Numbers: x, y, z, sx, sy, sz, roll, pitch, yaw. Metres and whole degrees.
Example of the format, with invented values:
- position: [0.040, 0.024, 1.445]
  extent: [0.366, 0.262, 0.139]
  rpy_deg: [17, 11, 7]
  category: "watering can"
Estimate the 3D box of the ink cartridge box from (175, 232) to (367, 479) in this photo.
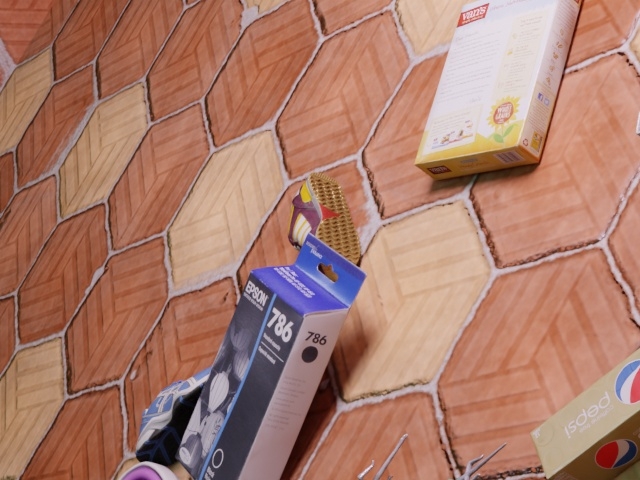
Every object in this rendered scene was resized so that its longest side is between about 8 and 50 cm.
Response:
- position: [-0.065, 0.156, 1.722]
  extent: [0.165, 0.065, 0.332]
  rpy_deg: [34, 102, 58]
  category: "ink cartridge box"

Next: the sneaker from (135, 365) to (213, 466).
- position: [-0.174, 0.210, 1.863]
  extent: [0.211, 0.080, 0.081]
  rpy_deg: [-39, 39, 25]
  category: "sneaker"

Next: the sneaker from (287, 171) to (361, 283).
- position: [0.000, 0.000, 1.833]
  extent: [0.084, 0.070, 0.185]
  rpy_deg: [-54, 28, 36]
  category: "sneaker"

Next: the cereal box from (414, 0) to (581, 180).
- position: [0.216, -0.195, 1.717]
  extent: [0.173, 0.047, 0.240]
  rpy_deg: [-7, 57, 50]
  category: "cereal box"

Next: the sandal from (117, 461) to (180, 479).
- position: [-0.192, 0.395, 1.711]
  extent: [0.169, 0.102, 0.416]
  rpy_deg: [-58, 33, -1]
  category: "sandal"

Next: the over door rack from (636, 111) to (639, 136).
- position: [0.430, -0.183, 1.254]
  extent: [0.108, 0.240, 0.324]
  rpy_deg: [-11, 54, 56]
  category: "over door rack"

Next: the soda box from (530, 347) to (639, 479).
- position: [0.285, 0.161, 1.320]
  extent: [0.181, 0.058, 0.061]
  rpy_deg: [-42, 36, 22]
  category: "soda box"

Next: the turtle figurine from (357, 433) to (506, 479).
- position: [0.089, 0.289, 1.386]
  extent: [0.234, 0.175, 0.118]
  rpy_deg: [-48, 49, 18]
  category: "turtle figurine"
